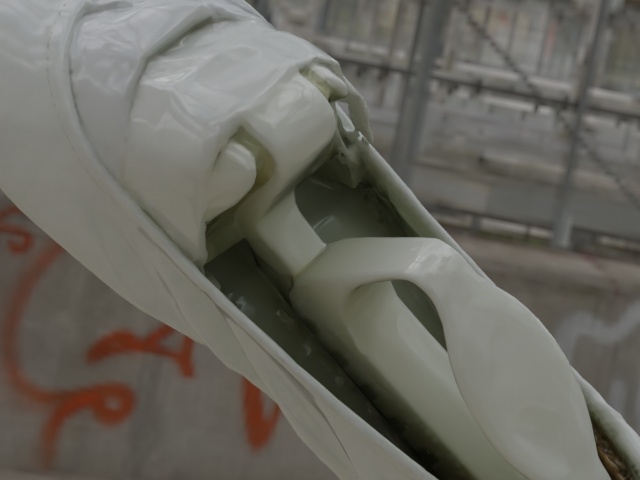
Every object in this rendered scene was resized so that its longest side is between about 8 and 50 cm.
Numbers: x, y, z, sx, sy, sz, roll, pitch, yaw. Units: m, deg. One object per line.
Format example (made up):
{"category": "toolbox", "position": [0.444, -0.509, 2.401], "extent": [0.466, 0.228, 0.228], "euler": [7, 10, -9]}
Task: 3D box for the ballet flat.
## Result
{"category": "ballet flat", "position": [0.000, 0.000, 0.712], "extent": [0.400, 0.139, 0.139], "euler": [47, 4, -4]}
